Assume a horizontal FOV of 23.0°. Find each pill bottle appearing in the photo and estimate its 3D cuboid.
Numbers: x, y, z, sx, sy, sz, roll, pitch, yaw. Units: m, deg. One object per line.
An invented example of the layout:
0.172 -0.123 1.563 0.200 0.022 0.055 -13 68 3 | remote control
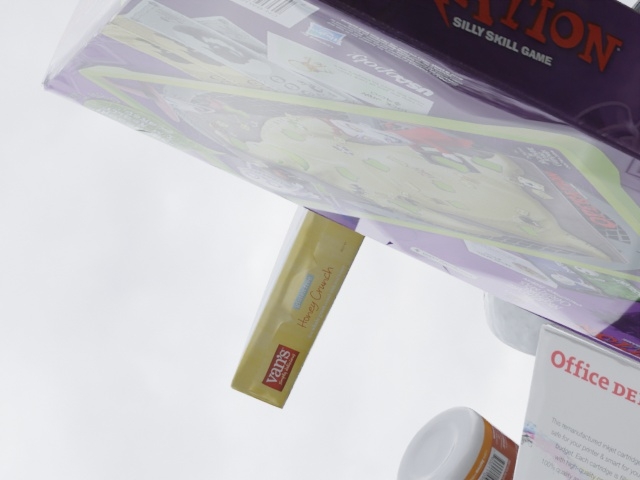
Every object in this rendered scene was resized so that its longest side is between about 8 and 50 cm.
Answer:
0.193 0.278 1.646 0.216 0.121 0.121 39 -122 -21 | pill bottle

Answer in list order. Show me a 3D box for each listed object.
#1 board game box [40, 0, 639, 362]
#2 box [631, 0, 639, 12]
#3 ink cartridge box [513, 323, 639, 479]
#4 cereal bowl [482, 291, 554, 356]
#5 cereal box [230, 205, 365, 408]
0.088 -0.017 0.540 0.347 0.208 0.056 24 -108 -17 | board game box
0.321 -0.065 1.492 0.079 0.322 0.257 -5 -120 -30 | box
0.277 0.195 1.292 0.168 0.171 0.232 -2 -72 -38 | ink cartridge box
0.373 0.024 2.027 0.339 0.339 0.141 -38 -53 -48 | cereal bowl
0.000 0.000 1.144 0.240 0.047 0.173 -75 9 -71 | cereal box
